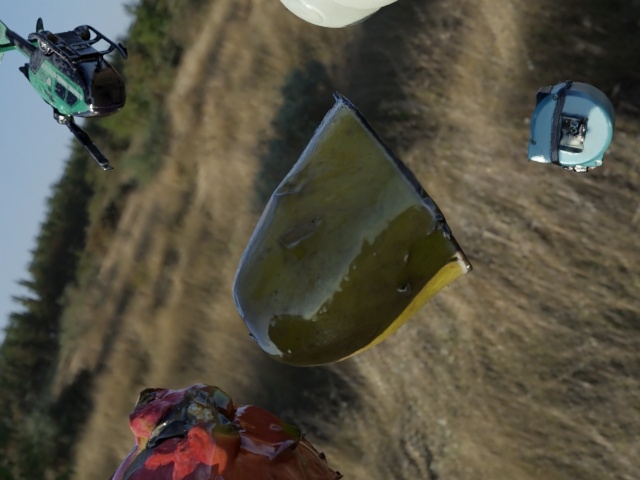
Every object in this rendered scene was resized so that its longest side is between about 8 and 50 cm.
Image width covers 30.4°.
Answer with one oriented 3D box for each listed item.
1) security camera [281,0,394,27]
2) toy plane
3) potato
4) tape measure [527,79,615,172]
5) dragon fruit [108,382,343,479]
[{"bbox_3d":[0.022,-0.368,1.470,0.236,0.195,0.194,-4,64,69],"label":"security camera"},{"bbox_3d":[-0.408,-0.258,1.797,0.106,0.382,0.155,-21,-44,-43],"label":"toy plane"},{"bbox_3d":[0.000,0.000,1.586,0.296,0.290,0.397,-36,32,-2],"label":"potato"},{"bbox_3d":[0.389,-0.177,1.815,0.081,0.125,0.146,-54,-30,-59],"label":"tape measure"},{"bbox_3d":[-0.140,0.304,1.320,0.305,0.226,0.305,-24,45,26],"label":"dragon fruit"}]
